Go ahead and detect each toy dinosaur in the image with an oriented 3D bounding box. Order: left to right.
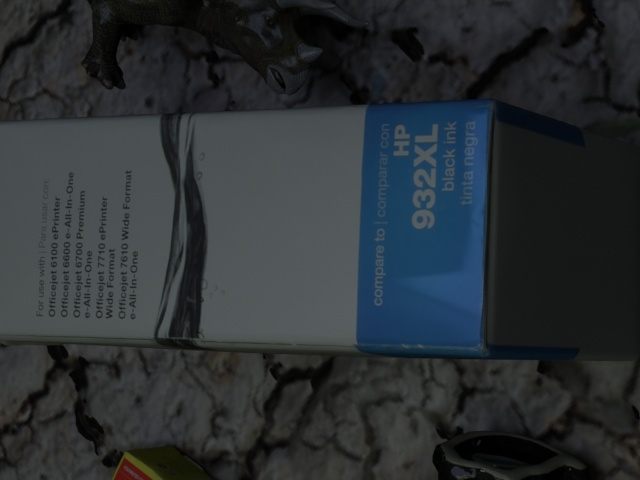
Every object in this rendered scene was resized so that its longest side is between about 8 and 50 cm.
[{"bbox_3d":[-0.126,-0.203,1.137,0.313,0.121,0.160,44,116,-7],"label":"toy dinosaur"}]

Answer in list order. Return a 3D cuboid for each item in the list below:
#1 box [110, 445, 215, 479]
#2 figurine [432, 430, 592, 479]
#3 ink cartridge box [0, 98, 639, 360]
[{"bbox_3d":[-0.130,0.253,1.179,0.087,0.058,0.232,34,104,27],"label":"box"},{"bbox_3d":[0.151,0.235,1.017,0.215,0.092,0.209,14,102,28],"label":"figurine"},{"bbox_3d":[0.000,0.000,1.024,0.307,0.223,0.129,0,87,29],"label":"ink cartridge box"}]
